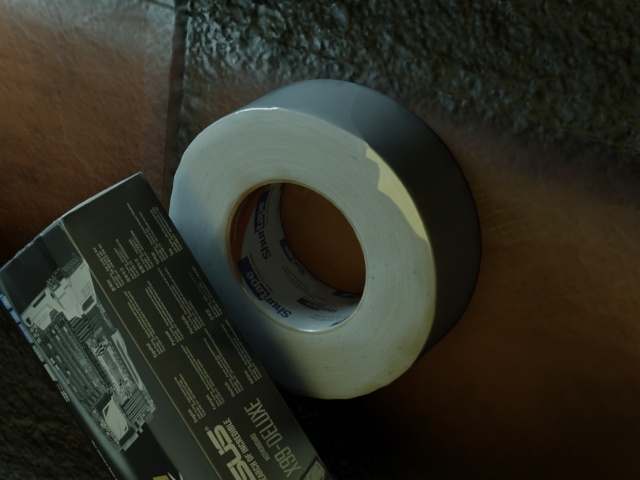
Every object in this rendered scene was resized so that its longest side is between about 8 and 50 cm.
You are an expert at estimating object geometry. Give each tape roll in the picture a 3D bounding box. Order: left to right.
[{"bbox_3d":[0.000,0.000,1.080,0.219,0.072,0.219,13,117,26],"label":"tape roll"}]

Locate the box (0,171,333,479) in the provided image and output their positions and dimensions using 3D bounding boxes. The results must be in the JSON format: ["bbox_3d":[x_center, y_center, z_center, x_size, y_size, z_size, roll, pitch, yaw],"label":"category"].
[{"bbox_3d":[-0.116,0.120,1.145,0.307,0.076,0.242,59,154,-3],"label":"box"}]
